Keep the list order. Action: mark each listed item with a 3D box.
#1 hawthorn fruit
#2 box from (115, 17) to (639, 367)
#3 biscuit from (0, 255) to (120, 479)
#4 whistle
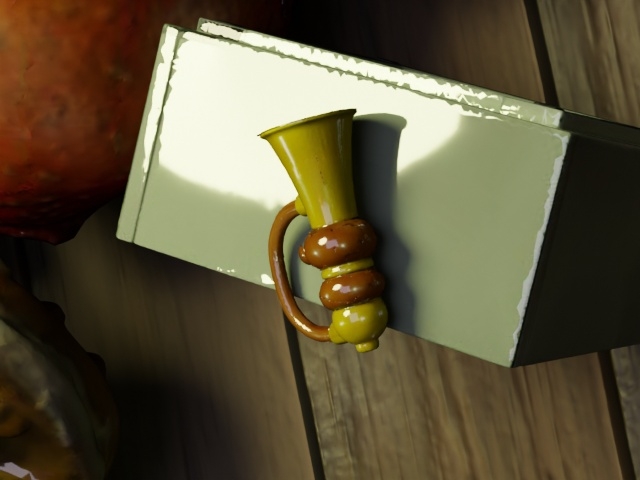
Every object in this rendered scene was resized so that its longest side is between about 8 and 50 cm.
[{"bbox_3d":[-0.156,-0.149,0.941,0.316,0.316,0.316,-1,89,29],"label":"hawthorn fruit"},{"bbox_3d":[0.058,-0.029,0.851,0.225,0.225,0.117,17,98,28],"label":"box"},{"bbox_3d":[-0.277,0.089,1.001,0.332,0.332,0.103,0,48,29],"label":"biscuit"},{"bbox_3d":[-0.002,-0.001,0.733,0.057,0.046,0.109,-9,91,14],"label":"whistle"}]
